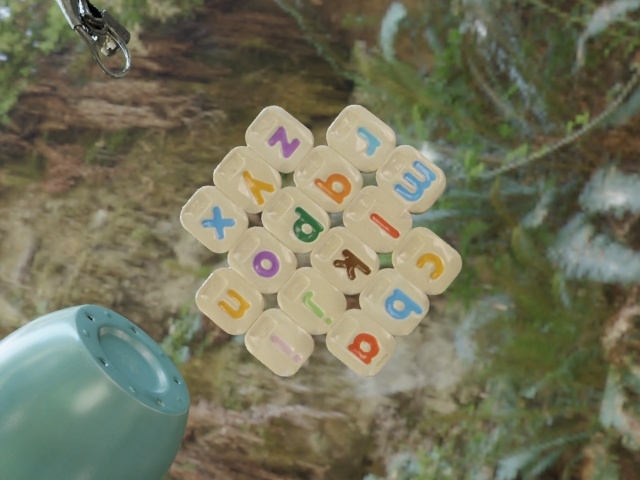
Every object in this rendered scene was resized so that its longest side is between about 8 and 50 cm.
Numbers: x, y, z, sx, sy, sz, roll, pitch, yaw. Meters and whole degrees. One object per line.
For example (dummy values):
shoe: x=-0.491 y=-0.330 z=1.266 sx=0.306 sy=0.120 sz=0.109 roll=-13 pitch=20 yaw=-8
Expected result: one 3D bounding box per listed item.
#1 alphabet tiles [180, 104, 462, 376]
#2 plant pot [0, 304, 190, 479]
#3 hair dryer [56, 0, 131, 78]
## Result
alphabet tiles: x=0.000 y=0.000 z=1.275 sx=0.284 sy=0.278 sz=0.021 roll=-51 pitch=-5 yaw=0
plant pot: x=-0.303 y=0.220 z=1.434 sx=0.235 sy=0.293 sz=0.293 roll=-46 pitch=-26 yaw=12
hair dryer: x=-0.276 y=-0.318 z=1.247 sx=0.080 sy=0.223 sz=0.293 roll=-34 pitch=-73 yaw=-1
